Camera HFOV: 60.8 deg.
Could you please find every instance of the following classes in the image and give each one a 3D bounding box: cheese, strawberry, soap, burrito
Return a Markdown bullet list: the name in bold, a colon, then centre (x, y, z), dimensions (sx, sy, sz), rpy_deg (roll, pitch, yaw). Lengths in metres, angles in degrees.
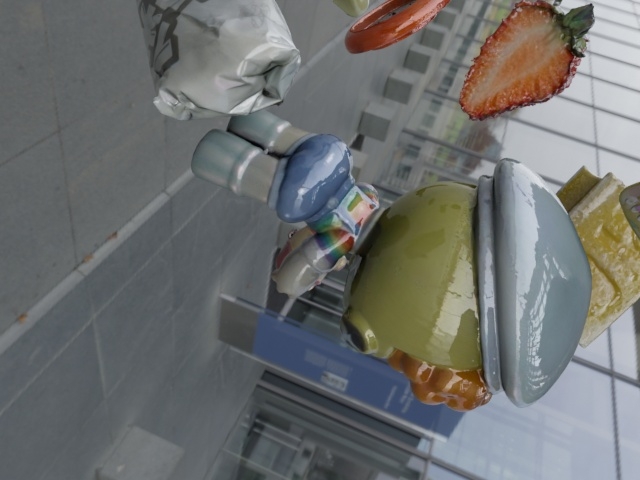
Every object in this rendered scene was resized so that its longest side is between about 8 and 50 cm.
- **cheese**: centre (0.022, -0.520, 1.002), dimensions (0.050, 0.127, 0.255), rpy_deg (-45, 161, 2)
- **strawberry**: centre (0.406, -0.349, 1.074), dimensions (0.286, 0.188, 0.106), rpy_deg (-39, 166, 29)
- **soap**: centre (0.623, 0.037, 1.285), dimensions (0.335, 0.293, 0.156), rpy_deg (-45, -163, 6)
- **burrito**: centre (-0.142, -0.271, 0.582), dimensions (0.139, 0.446, 0.101), rpy_deg (-43, 139, 21)

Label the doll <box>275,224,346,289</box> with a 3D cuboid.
- **doll**: centre (0.003, 0.002, 1.250), dimensions (0.256, 0.152, 0.196), rpy_deg (-53, 177, 14)

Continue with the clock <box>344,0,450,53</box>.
- **clock**: centre (0.136, -0.389, 0.960), dimensions (0.051, 0.205, 0.205), rpy_deg (58, 39, -26)

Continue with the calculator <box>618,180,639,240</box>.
- **calculator**: centre (0.630, -0.027, 0.947), dimensions (0.033, 0.236, 0.157), rpy_deg (-47, -168, -28)

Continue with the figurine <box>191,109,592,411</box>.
- **figurine**: centre (0.057, -0.001, 0.488), dimensions (0.205, 0.381, 0.225), rpy_deg (112, -2, -50)
